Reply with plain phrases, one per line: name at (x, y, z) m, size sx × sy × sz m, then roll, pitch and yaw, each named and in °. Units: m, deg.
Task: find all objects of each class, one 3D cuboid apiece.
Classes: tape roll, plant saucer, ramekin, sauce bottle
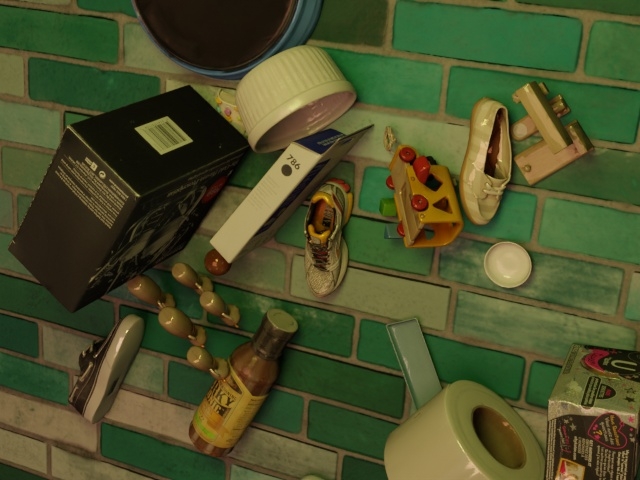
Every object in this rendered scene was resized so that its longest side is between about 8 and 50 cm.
tape roll at (0.257, 0.392, 1.704) m, size 0.246 × 0.246 × 0.169 m, roll 47°, pitch 118°, yaw 5°
plant saucer at (0.185, 0.238, 1.820) m, size 0.067 × 0.018 × 0.192 m, roll -16°, pitch 99°, yaw 27°
ramekin at (-0.050, -0.251, 1.682) m, size 0.207 × 0.207 × 0.109 m, roll -32°, pitch 82°, yaw 28°
sauce bottle at (-0.152, 0.282, 1.936) m, size 0.111 × 0.111 × 0.344 m, roll 35°, pitch 115°, yaw 11°

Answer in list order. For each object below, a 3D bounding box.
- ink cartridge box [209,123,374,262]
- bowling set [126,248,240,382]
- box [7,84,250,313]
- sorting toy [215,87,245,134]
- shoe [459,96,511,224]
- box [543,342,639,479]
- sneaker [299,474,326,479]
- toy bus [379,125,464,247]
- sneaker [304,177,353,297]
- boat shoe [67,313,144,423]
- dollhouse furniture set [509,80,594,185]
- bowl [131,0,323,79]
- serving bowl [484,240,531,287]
ink cartridge box at (-0.054, -0.103, 1.744) m, size 0.065 × 0.165 × 0.332 m, roll 48°, pitch 117°, yaw 6°
bowling set at (-0.222, 0.125, 1.902) m, size 0.200 × 0.154 × 0.287 m, roll -42°, pitch 60°, yaw 0°
box at (-0.343, -0.083, 1.763) m, size 0.179 × 0.343 × 0.312 m, roll 44°, pitch 126°, yaw 8°
sorting toy at (-0.168, -0.236, 1.833) m, size 0.083 × 0.045 × 0.075 m, roll 23°, pitch 133°, yaw 17°
shoe at (0.282, -0.129, 1.627) m, size 0.058 × 0.077 × 0.219 m, roll 25°, pitch 117°, yaw 57°
box at (0.459, 0.289, 1.580) m, size 0.142 × 0.247 × 0.163 m, roll 6°, pitch 108°, yaw 21°
sneaker at (0.033, 0.594, 1.952) m, size 0.094 × 0.091 × 0.258 m, roll -39°, pitch 87°, yaw 28°
toy bus at (0.182, -0.086, 1.671) m, size 0.104 × 0.191 × 0.202 m, roll -2°, pitch 106°, yaw -15°
sneaker at (0.000, 0.000, 1.791) m, size 0.088 × 0.093 × 0.225 m, roll 11°, pitch 110°, yaw 21°
boat shoe at (-0.471, 0.262, 2.081) m, size 0.102 × 0.108 × 0.301 m, roll 34°, pitch 123°, yaw 10°
dollhouse furniture set at (0.337, -0.167, 1.555) m, size 0.123 × 0.151 × 0.144 m, roll -32°, pitch 88°, yaw 29°
bowl at (-0.180, -0.482, 1.739) m, size 0.391 × 0.077 × 0.391 m, roll 7°, pitch 108°, yaw 23°
serving bowl at (0.330, 0.039, 1.689) m, size 0.083 × 0.027 × 0.083 m, roll 7°, pitch 107°, yaw 22°
